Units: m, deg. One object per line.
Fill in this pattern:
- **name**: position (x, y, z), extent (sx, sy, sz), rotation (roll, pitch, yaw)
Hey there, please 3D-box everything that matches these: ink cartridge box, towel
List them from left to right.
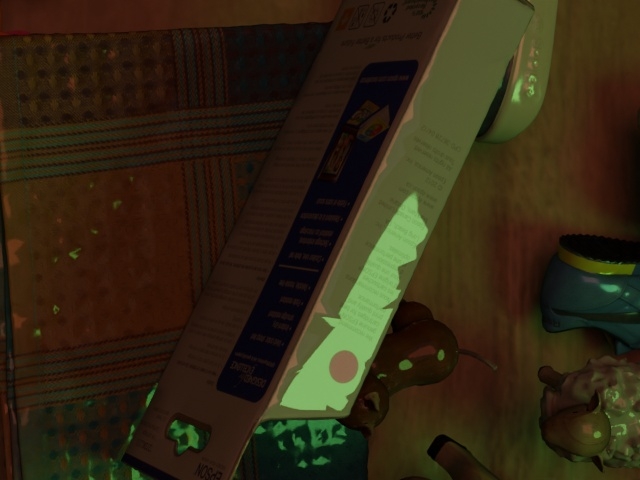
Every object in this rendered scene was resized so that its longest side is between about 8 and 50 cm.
- **towel**: position (-0.095, 0.038, 1.203), extent (0.271, 0.040, 0.370), rotation (-6, 95, -25)
- **ink cartridge box**: position (0.000, 0.000, 1.126), extent (0.069, 0.176, 0.371), rotation (32, 80, -23)

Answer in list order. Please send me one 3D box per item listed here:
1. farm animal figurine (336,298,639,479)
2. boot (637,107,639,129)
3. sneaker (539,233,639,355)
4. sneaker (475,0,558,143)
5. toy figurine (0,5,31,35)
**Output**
- **farm animal figurine**: position (0.084, 0.221, 1.169), extent (0.327, 0.172, 0.330), rotation (13, 101, -25)
- **boot**: position (0.371, -0.053, 1.375), extent (0.258, 0.095, 0.123), rotation (8, 62, -22)
- **sneaker**: position (0.266, 0.048, 1.349), extent (0.209, 0.069, 0.082), rotation (6, 108, -20)
- **sneaker**: position (0.107, -0.255, 1.336), extent (0.148, 0.131, 0.350), rotation (10, 76, -15)
- **toy figurine**: position (-0.258, -0.174, 1.265), extent (0.173, 0.130, 0.159), rotation (0, 62, 12)
